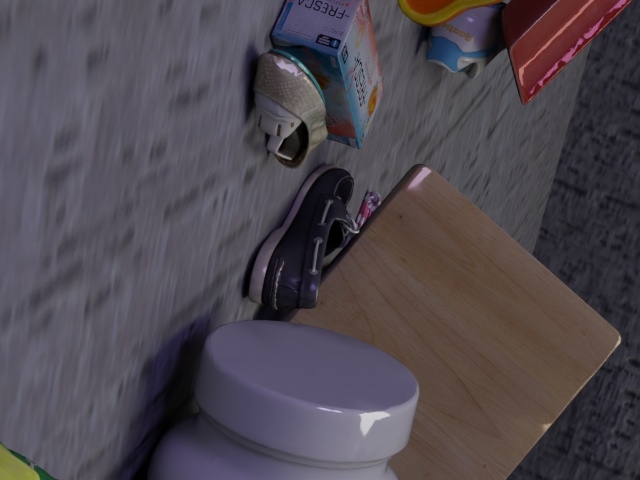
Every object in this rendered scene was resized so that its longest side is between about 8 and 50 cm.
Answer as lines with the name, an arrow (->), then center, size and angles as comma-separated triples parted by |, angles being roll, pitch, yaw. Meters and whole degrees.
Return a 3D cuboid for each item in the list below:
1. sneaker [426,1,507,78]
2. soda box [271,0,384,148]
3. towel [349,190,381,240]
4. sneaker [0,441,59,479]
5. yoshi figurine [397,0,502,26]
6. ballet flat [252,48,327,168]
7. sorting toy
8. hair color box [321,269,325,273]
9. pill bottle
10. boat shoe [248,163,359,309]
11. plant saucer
sneaker -> 0.171, -0.235, 1.836 | 0.092, 0.087, 0.228 | -64, 163, 13
soda box -> 0.009, -0.142, 1.321 | 0.183, 0.058, 0.063 | 71, 40, -68
towel -> 0.039, 0.056, 1.785 | 0.144, 0.029, 0.197 | 66, 44, -72
sneaker -> -0.182, 0.237, 0.909 | 0.109, 0.123, 0.295 | -56, 161, -50
yoshi figurine -> 0.142, -0.301, 1.371 | 0.362, 0.203, 0.204 | -49, 148, -66
ballet flat -> -0.024, -0.094, 1.264 | 0.052, 0.057, 0.168 | -59, 165, -9
sorting toy -> 0.098, 0.101, 1.527 | 0.255, 0.257, 0.089 | -50, -167, 0
hair color box -> 0.072, 0.088, 1.646 | 0.053, 0.167, 0.093 | -64, 168, 11
pill bottle -> -0.050, 0.261, 1.299 | 0.210, 0.210, 0.363 | -36, 142, -69
boat shoe -> 0.000, 0.000, 1.463 | 0.206, 0.065, 0.075 | -56, 157, -53
plant saucer -> 0.291, -0.280, 1.787 | 0.258, 0.048, 0.259 | -45, 167, 1
